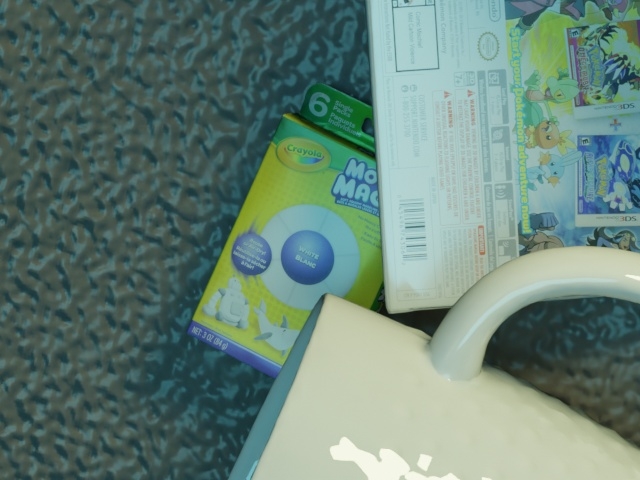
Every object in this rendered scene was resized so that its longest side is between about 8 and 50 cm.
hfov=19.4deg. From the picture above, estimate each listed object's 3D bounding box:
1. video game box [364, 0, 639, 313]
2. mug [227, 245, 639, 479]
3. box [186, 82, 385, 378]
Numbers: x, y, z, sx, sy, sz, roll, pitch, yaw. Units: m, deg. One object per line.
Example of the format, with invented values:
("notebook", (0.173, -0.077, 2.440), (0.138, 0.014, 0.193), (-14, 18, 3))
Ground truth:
("video game box", (0.124, -0.066, 1.108), (0.187, 0.048, 0.205), (-3, 95, 1))
("mug", (0.113, 0.178, 1.036), (0.328, 0.276, 0.374), (25, 106, -2))
("box", (0.000, 0.000, 1.173), (0.105, 0.043, 0.179), (26, 100, 10))
